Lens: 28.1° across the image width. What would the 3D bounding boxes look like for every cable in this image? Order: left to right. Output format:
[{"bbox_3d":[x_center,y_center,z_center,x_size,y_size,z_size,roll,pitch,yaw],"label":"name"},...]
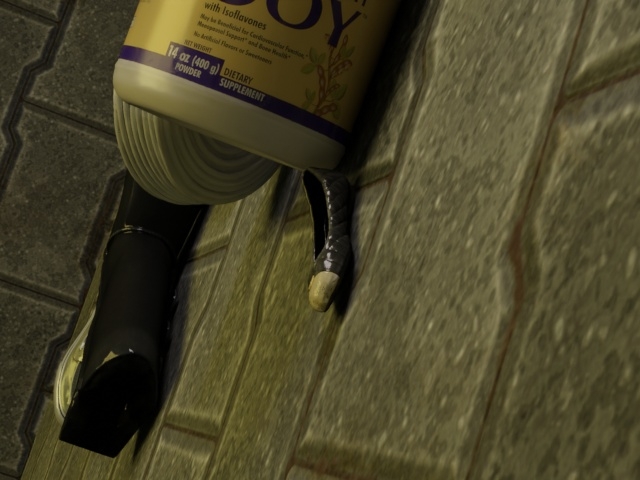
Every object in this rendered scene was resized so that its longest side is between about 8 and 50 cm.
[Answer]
[{"bbox_3d":[-0.117,-0.163,1.447,0.089,0.257,0.257,14,102,37],"label":"cable"}]

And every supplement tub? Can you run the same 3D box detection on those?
[{"bbox_3d":[-0.039,-0.253,1.240,0.241,0.241,0.331,-153,83,-77],"label":"supplement tub"}]

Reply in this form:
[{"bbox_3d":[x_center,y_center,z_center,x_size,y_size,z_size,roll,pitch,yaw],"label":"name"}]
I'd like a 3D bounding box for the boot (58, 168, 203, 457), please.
[{"bbox_3d":[-0.263,0.042,1.875,0.445,0.146,0.367,-82,8,-55],"label":"boot"}]

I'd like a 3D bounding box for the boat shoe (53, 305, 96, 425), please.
[{"bbox_3d":[-0.388,0.190,2.260,0.094,0.109,0.302,-42,27,58],"label":"boat shoe"}]

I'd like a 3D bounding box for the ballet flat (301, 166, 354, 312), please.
[{"bbox_3d":[0.000,0.000,1.120,0.173,0.049,0.057,-86,21,-51],"label":"ballet flat"}]
